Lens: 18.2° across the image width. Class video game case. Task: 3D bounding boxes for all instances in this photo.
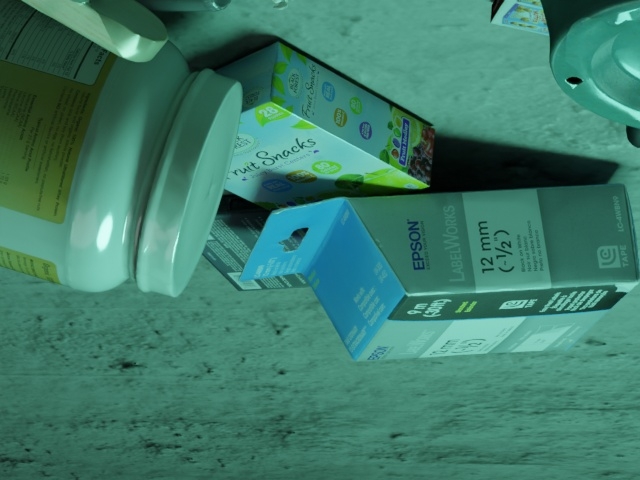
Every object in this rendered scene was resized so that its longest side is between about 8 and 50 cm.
[{"bbox_3d":[0.000,0.000,2.134,0.274,0.026,0.196,-5,153,21],"label":"video game case"}]

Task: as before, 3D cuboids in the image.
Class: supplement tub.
[{"bbox_3d":[-0.243,-0.087,1.700,0.316,0.228,0.228,17,156,4],"label":"supplement tub"}]

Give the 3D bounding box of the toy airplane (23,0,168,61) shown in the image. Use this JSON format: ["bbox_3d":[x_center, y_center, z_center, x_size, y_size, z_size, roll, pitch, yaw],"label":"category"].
[{"bbox_3d":[-0.308,-0.269,1.325,0.384,0.272,0.386,32,180,22],"label":"toy airplane"}]

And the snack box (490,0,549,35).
[{"bbox_3d":[0.193,-0.218,1.606,0.064,0.022,0.178,10,155,-10],"label":"snack box"}]

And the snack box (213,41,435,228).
[{"bbox_3d":[-0.026,-0.093,1.878,0.207,0.070,0.174,27,149,-36],"label":"snack box"}]

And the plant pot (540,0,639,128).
[{"bbox_3d":[0.246,-0.220,1.306,0.271,0.255,0.272,6,155,3],"label":"plant pot"}]

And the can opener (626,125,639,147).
[{"bbox_3d":[0.290,-0.135,1.742,0.059,0.073,0.186,-35,155,-4],"label":"can opener"}]

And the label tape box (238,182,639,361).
[{"bbox_3d":[0.110,0.039,1.979,0.347,0.115,0.249,-5,163,-12],"label":"label tape box"}]

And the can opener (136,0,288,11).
[{"bbox_3d":[-0.097,-0.227,1.602,0.280,0.093,0.074,-1,154,36],"label":"can opener"}]
